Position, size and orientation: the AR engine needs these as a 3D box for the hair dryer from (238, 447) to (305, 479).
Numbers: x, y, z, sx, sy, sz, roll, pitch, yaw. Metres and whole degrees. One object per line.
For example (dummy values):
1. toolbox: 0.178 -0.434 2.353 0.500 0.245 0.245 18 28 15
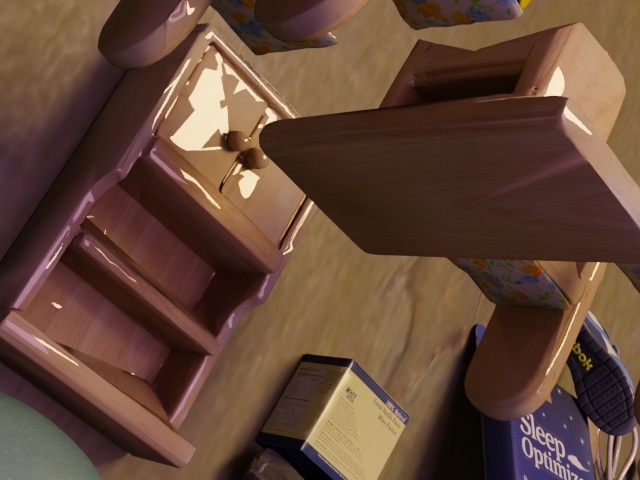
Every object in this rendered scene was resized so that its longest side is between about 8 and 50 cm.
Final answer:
1. hair dryer: 0.001 0.320 0.925 0.293 0.080 0.224 37 66 -8

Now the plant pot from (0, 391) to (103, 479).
1. plant pot: -0.212 0.186 0.652 0.195 0.290 0.290 -49 128 -71

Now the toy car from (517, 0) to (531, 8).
1. toy car: 0.257 -0.338 1.108 0.053 0.225 0.239 40 56 11

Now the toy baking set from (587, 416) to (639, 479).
1. toy baking set: 0.296 0.281 1.247 0.256 0.030 0.197 43 61 -34

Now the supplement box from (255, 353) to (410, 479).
1. supplement box: 0.011 0.146 0.966 0.083 0.056 0.083 47 61 -32

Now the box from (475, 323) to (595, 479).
1. box: 0.190 0.186 1.080 0.136 0.036 0.225 36 40 -36

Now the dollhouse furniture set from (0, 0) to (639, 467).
1. dollhouse furniture set: 0.000 0.000 0.728 0.362 0.394 0.256 44 63 -33

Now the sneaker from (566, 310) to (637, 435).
1. sneaker: 0.256 0.114 1.157 0.059 0.053 0.144 13 47 -58
